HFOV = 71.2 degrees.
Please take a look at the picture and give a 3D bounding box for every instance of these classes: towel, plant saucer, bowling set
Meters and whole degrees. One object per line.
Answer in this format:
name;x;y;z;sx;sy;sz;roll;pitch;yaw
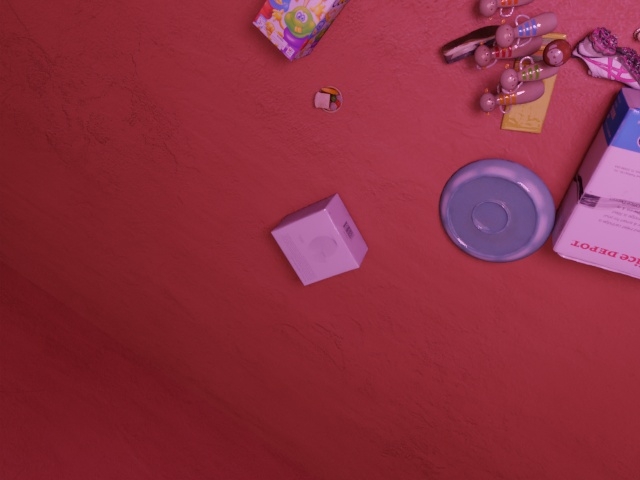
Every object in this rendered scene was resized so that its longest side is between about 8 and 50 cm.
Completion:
towel;0.530;-0.392;1.121;0.102;0.021;0.237;14;123;21
plant saucer;0.484;-0.071;1.265;0.317;0.043;0.318;17;123;28
bowling set;0.439;-0.424;0.994;0.154;0.200;0.287;-14;110;7

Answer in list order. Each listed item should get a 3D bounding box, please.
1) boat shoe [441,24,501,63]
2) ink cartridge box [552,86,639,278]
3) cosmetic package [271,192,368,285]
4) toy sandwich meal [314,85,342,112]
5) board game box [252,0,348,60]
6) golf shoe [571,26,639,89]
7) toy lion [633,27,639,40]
boat shoe;0.381;-0.486;1.111;0.152;0.056;0.049;-13;139;19
ink cartridge box;0.774;-0.120;1.062;0.285;0.166;0.395;18;130;13
cosmetic package;0.000;0.000;1.484;0.224;0.138;0.224;-21;108;29
toy sandwich meal;0.023;-0.411;1.308;0.085;0.029;0.086;10;121;17
board game box;-0.022;-0.623;1.137;0.144;0.142;0.275;43;125;-5
golf shoe;0.673;-0.408;1.034;0.186;0.067;0.086;36;157;-6
toy lion;0.758;-0.454;0.987;0.096;0.034;0.100;34;125;-7
